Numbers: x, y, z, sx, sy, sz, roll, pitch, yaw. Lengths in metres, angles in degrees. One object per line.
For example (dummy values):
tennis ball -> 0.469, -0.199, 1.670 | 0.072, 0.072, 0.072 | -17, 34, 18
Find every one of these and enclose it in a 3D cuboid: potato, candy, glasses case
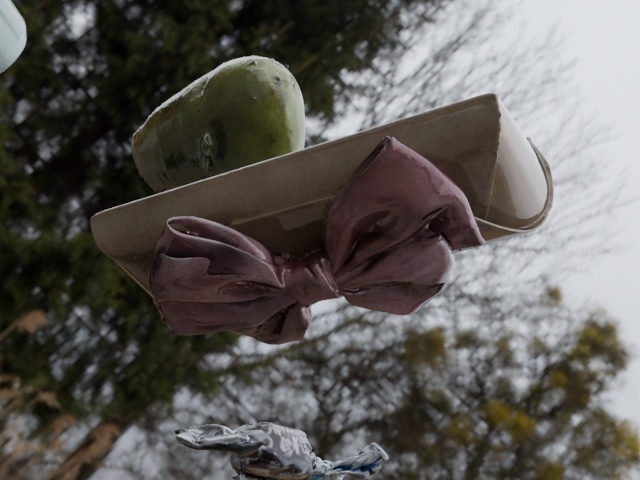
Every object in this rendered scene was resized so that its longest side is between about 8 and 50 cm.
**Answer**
potato -> -0.081, -0.078, 0.948 | 0.188, 0.085, 0.105 | -11, -77, 46
candy -> -0.030, 0.183, 1.067 | 0.094, 0.051, 0.226 | -21, -26, 34
glasses case -> 0.000, 0.000, 0.519 | 0.102, 0.193, 0.070 | 29, 47, -69

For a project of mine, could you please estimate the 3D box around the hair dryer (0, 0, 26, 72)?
hair dryer -> -0.504, -0.243, 1.324 | 0.357, 0.107, 0.173 | -5, -43, 23
